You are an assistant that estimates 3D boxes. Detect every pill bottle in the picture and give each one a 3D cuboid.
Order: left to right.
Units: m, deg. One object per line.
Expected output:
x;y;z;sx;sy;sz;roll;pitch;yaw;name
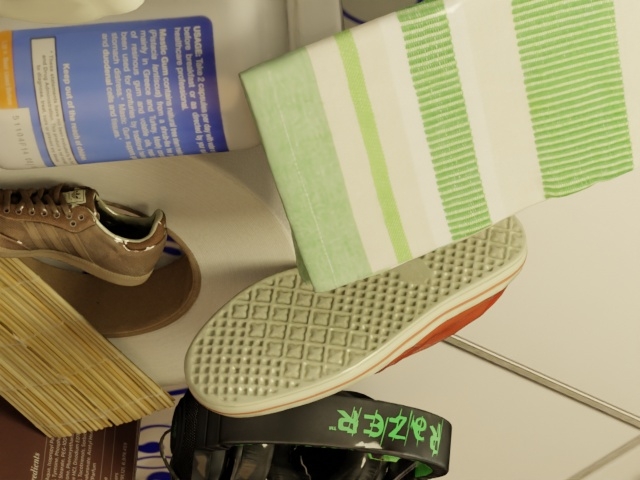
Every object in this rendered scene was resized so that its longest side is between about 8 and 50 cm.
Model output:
-0.117;-0.138;1.504;0.272;0.152;0.152;-4;142;2;pill bottle

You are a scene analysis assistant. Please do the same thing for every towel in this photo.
0.115;-0.099;1.499;0.324;0.038;0.248;-22;137;-6;towel

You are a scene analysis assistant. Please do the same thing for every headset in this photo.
-0.043;0.225;1.934;0.243;0.185;0.394;13;165;-31;headset

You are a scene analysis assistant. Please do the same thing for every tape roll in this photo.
-0.204;-0.001;1.747;0.392;0.072;0.392;3;142;2;tape roll

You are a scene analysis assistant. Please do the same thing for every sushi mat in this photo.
-0.273;0.084;1.791;0.151;0.019;0.316;-16;139;24;sushi mat

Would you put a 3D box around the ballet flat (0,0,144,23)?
-0.107;-0.233;1.360;0.482;0.182;0.164;-12;140;17;ballet flat

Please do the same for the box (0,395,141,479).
-0.299;0.234;1.991;0.203;0.167;0.168;14;141;-16;box

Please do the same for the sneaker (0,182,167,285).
-0.216;-0.022;1.624;0.188;0.066;0.071;15;125;-21;sneaker

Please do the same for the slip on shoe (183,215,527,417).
0.033;0.070;1.708;0.331;0.123;0.101;-26;152;-25;slip on shoe
